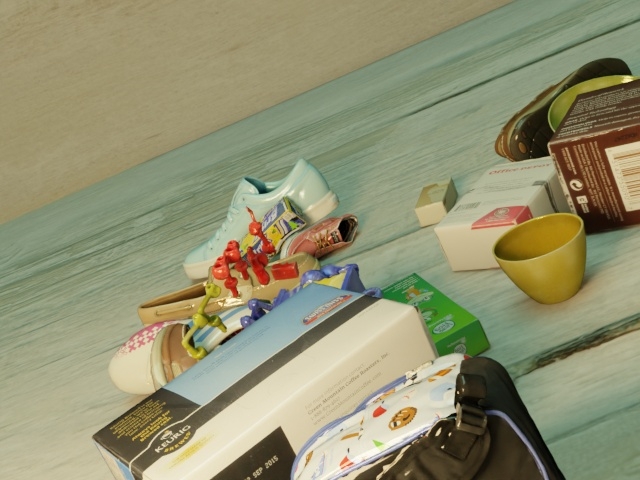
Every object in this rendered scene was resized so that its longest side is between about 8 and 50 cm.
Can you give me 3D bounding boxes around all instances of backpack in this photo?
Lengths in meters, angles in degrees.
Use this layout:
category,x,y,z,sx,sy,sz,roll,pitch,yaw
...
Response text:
category,x,y,z,sx,sy,sz,roll,pitch,yaw
backpack,0.098,0.253,0.985,0.263,0.276,0.213,-28,14,10

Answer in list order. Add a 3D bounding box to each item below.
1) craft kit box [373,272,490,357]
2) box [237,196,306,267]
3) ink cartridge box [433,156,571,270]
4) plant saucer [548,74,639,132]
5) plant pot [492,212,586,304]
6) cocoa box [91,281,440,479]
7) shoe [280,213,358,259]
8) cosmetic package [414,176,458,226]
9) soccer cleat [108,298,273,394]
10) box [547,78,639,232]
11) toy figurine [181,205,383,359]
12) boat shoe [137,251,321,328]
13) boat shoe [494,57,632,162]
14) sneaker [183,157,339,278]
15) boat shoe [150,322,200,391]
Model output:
category,x,y,z,sx,sy,sz,roll,pitch,yaw
craft kit box,0.087,0.156,1.523,0.250,0.061,0.246,-28,23,-9
box,-0.107,-0.004,2.044,0.169,0.054,0.059,-44,31,14
ink cartridge box,0.313,-0.046,1.709,0.159,0.092,0.218,-6,29,42
plant saucer,0.538,-0.221,1.880,0.241,0.037,0.241,-10,39,8
plant pot,0.326,0.034,1.484,0.134,0.095,0.134,-22,21,9
cocoa box,-0.037,0.239,1.189,0.347,0.231,0.228,-34,21,-24
shoe,0.000,0.000,1.995,0.081,0.063,0.178,-14,17,43
cosmetic package,0.220,-0.074,1.960,0.060,0.041,0.115,-16,21,22
soccer cleat,-0.210,0.189,1.689,0.331,0.116,0.143,-20,21,12
box,0.484,-0.139,1.629,0.167,0.168,0.203,-12,23,33
toy figurine,-0.024,0.092,1.474,0.217,0.191,0.362,-9,29,19
boat shoe,-0.165,0.093,1.875,0.341,0.110,0.121,-26,15,0
boat shoe,0.469,-0.257,2.023,0.324,0.122,0.120,-31,13,-20
sneaker,-0.148,-0.054,2.141,0.366,0.150,0.135,-29,11,12
boat shoe,-0.176,0.237,1.506,0.116,0.123,0.324,-16,39,-1
